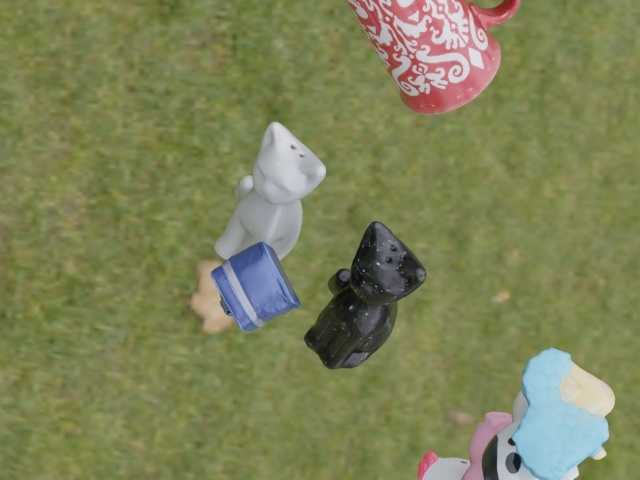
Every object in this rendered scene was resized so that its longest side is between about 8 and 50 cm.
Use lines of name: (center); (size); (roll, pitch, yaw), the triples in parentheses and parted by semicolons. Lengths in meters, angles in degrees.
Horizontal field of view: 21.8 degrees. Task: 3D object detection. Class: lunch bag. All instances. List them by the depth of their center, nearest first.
lunch bag: (-0.062, 0.045, 1.513); (0.067, 0.065, 0.098); (63, 2, 8)

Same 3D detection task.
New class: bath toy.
bath toy: (0.202, 0.240, 1.825); (0.151, 0.348, 0.129); (-29, 76, -28)

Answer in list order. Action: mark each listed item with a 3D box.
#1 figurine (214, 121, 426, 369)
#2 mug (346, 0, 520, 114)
figurine: (0.000, 0.000, 1.566); (0.215, 0.209, 0.092); (45, 65, 7)
mug: (0.101, -0.233, 1.618); (0.150, 0.113, 0.169); (-52, 132, -14)
